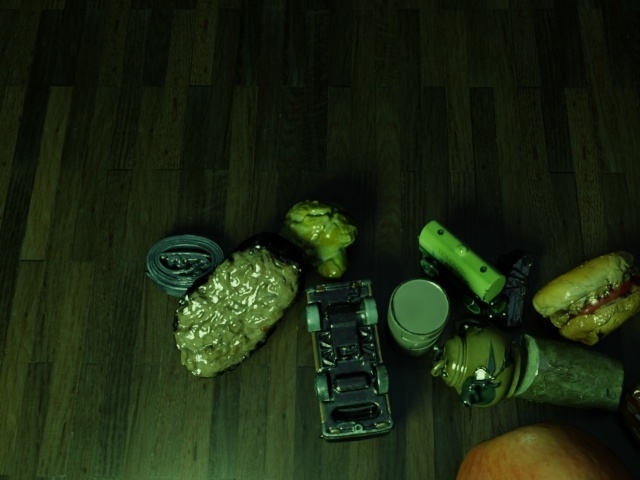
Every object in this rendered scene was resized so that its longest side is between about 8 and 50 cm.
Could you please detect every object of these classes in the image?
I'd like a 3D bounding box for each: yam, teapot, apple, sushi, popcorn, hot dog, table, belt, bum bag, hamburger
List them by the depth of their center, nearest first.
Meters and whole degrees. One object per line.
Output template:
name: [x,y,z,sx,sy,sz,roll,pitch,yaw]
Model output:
apple: [0.434,0.518,1.359,0.364,0.364,0.364,0,70,1]
hot dog: [0.751,0.432,1.527,0.115,0.072,0.269,-32,73,-11]
yam: [0.536,0.292,1.543,0.254,0.154,0.154,13,70,7]
teapot: [0.326,0.260,1.550,0.183,0.173,0.269,10,38,-4]
sushi: [-0.177,0.136,1.552,0.211,0.171,0.350,45,102,-1]
table: [0.208,0.173,1.558,0.126,0.220,0.126,0,70,1]
hamburger: [0.607,0.124,1.566,0.244,0.244,0.163,-31,68,-10]
popcorn: [0.000,0.000,1.650,0.198,0.198,0.212,-19,77,-6]
bum bag: [0.448,0.113,1.668,0.087,0.049,0.197,6,72,27]
belt: [-0.320,0.060,1.687,0.190,0.082,0.141,6,64,2]

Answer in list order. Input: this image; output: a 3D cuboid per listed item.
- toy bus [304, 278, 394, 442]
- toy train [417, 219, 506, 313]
toy bus: [0.059,0.268,1.542,0.162,0.194,0.323,-7,66,-2]
toy train: [0.321,0.058,1.615,0.105,0.157,0.253,-38,59,-13]
